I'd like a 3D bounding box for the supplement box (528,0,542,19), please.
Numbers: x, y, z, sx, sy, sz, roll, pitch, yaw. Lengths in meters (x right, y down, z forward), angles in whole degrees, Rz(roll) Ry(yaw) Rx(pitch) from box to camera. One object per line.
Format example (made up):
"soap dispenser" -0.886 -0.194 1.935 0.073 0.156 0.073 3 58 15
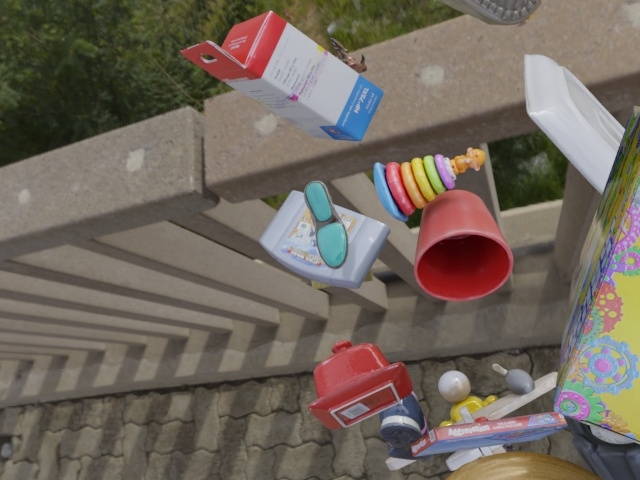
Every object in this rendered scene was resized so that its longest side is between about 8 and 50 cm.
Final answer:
"supplement box" 0.446 -0.622 1.327 0.104 0.188 0.080 45 110 47

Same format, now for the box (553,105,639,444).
"box" 0.331 0.031 0.348 0.290 0.279 0.176 18 111 21

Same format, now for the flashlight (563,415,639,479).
"flashlight" 0.337 0.254 0.509 0.103 0.103 0.304 -32 110 19

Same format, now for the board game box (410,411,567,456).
"board game box" 0.330 0.375 1.065 0.282 0.145 0.027 -2 59 -13

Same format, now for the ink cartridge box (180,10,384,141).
"ink cartridge box" -0.050 -0.217 0.715 0.134 0.231 0.077 22 86 59

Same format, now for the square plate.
"square plate" 0.469 -0.159 0.907 0.347 0.344 0.049 42 126 -9

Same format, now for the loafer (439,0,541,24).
"loafer" 0.145 -0.349 0.677 0.268 0.092 0.102 41 97 3

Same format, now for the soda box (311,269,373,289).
"soda box" 0.060 0.095 1.624 0.182 0.058 0.061 -8 109 2

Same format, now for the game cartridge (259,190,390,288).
"game cartridge" 0.000 0.000 1.372 0.297 0.062 0.198 22 65 26

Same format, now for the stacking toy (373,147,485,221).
"stacking toy" 0.317 -0.184 1.548 0.302 0.166 0.175 -23 79 21

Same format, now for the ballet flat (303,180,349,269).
"ballet flat" 0.019 -0.032 1.215 0.072 0.068 0.213 -19 70 6

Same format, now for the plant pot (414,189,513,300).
"plant pot" 0.400 0.000 1.601 0.275 0.274 0.243 -15 39 17

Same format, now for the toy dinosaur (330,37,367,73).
"toy dinosaur" -0.007 -0.473 1.546 0.200 0.296 0.127 -26 100 35

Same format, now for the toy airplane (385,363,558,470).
"toy airplane" 0.390 0.466 1.438 0.272 0.386 0.384 64 143 29

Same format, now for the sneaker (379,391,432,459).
"sneaker" 0.201 0.418 1.268 0.112 0.319 0.131 -3 55 10

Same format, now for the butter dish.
"butter dish" 0.053 0.215 0.882 0.160 0.160 0.118 -26 56 0

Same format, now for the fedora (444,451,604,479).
"fedora" 0.150 0.250 0.391 0.195 0.079 0.194 -2 74 6
